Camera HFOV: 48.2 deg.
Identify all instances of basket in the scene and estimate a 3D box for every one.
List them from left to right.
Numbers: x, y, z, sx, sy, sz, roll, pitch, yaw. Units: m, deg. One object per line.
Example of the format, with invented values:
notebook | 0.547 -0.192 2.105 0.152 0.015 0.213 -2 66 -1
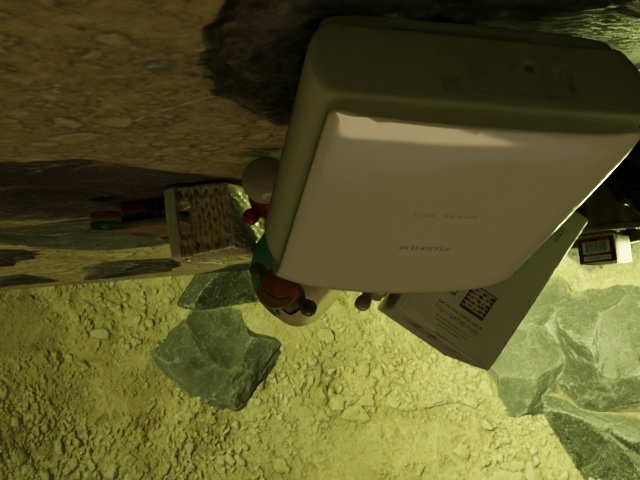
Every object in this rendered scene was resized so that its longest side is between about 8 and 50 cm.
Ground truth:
basket | -0.154 -0.026 1.105 0.103 0.113 0.167 -10 173 14

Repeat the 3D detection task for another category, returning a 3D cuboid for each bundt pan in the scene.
bundt pan | 0.450 -0.060 1.168 0.331 0.124 0.331 -5 173 -1

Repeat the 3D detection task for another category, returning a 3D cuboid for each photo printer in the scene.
photo printer | 0.087 -0.046 0.627 0.256 0.107 0.307 2 151 -12

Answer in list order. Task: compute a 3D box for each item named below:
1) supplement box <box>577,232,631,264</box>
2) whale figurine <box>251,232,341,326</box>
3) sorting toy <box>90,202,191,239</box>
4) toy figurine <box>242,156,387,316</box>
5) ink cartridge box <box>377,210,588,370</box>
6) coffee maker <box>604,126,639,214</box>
supplement box | 0.420 0.014 1.059 0.055 0.043 0.083 -10 172 38
whale figurine | 0.000 0.000 1.097 0.141 0.272 0.216 35 155 10
sorting toy | -0.255 -0.037 1.203 0.133 0.046 0.274 -7 173 18
toy figurine | 0.007 -0.010 0.914 0.213 0.209 0.148 -5 168 -1
ink cartridge box | 0.208 0.013 0.927 0.130 0.271 0.309 35 176 4
coffee maker | 0.450 -0.082 0.901 0.178 0.120 0.171 12 -163 -23
